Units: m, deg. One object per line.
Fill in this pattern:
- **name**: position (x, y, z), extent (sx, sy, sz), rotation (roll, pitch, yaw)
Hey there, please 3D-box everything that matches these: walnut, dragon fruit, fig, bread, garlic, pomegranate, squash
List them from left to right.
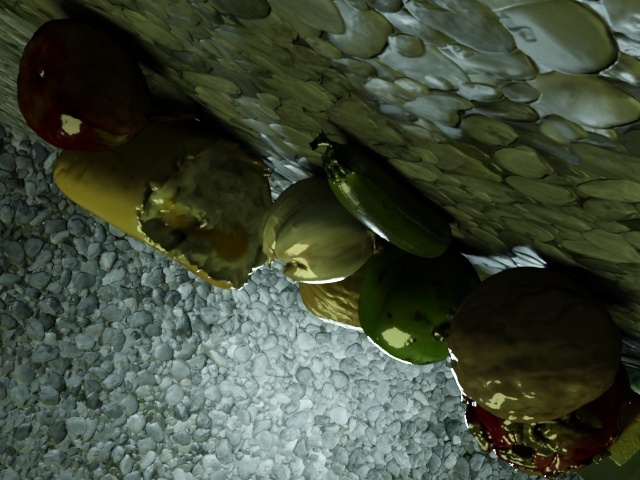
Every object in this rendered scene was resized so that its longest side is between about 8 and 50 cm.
- **fig**: position (-0.291, -0.209, 1.096), extent (0.290, 0.191, 0.190), rotation (11, -179, -28)
- **bread**: position (-0.294, -0.112, 1.423), extent (0.394, 0.250, 0.361), rotation (26, 171, 35)
- **garlic**: position (-0.008, -0.014, 1.306), extent (0.185, 0.203, 0.281), rotation (62, -174, 0)
- **walnut**: position (0.077, 0.092, 1.667), extent (0.261, 0.225, 0.225), rotation (24, 174, -15)
- **squash**: position (0.090, -0.056, 1.084), extent (0.087, 0.087, 0.331), rotation (19, 169, 45)
- **pomegranate**: position (0.179, 0.092, 1.386), extent (0.236, 0.236, 0.302), rotation (28, -161, -15)
- **walnut**: position (0.332, 0.163, 1.165), extent (0.273, 0.227, 0.273), rotation (-5, 154, -2)
- **dragon fruit**: position (0.431, 0.287, 1.429), extent (0.329, 0.329, 0.329), rotation (26, 173, 4)
- **bread**: position (0.577, 0.336, 1.605), extent (0.077, 0.138, 0.361), rotation (39, -176, -15)

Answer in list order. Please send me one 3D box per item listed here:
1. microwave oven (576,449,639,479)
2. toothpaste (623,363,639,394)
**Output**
- **microwave oven**: position (0.786, 0.529, 1.904), extent (0.394, 0.247, 0.333), rotation (34, -171, -47)
- **toothpaste**: position (0.696, 0.306, 1.592), extent (0.048, 0.075, 0.297), rotation (43, 164, -23)
